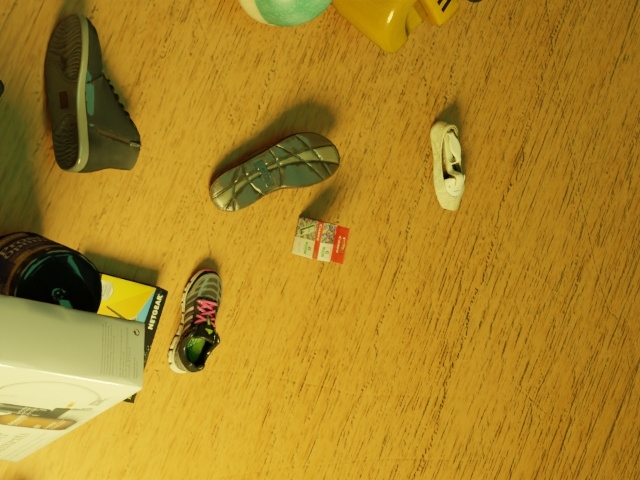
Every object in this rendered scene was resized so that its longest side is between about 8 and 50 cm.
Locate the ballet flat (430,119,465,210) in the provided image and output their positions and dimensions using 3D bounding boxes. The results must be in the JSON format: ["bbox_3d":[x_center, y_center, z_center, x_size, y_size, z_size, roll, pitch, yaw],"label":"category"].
[{"bbox_3d":[0.225,-0.127,1.986,0.057,0.052,0.168,-23,110,-28],"label":"ballet flat"}]

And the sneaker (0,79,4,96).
[{"bbox_3d":[-0.524,-0.186,1.475,0.235,0.084,0.097,-29,90,-38],"label":"sneaker"}]

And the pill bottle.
[{"bbox_3d":[-0.387,0.054,1.523,0.123,0.219,0.122,-6,102,-32],"label":"pill bottle"}]

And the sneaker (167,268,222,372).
[{"bbox_3d":[-0.182,0.129,1.755,0.063,0.075,0.170,19,88,-34],"label":"sneaker"}]

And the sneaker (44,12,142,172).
[{"bbox_3d":[-0.321,-0.206,1.619,0.118,0.083,0.222,-2,93,-52],"label":"sneaker"}]

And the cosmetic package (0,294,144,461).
[{"bbox_3d":[-0.436,0.178,1.429,0.284,0.377,0.097,17,58,-32],"label":"cosmetic package"}]

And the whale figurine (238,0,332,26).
[{"bbox_3d":[-0.033,-0.452,1.681,0.216,0.141,0.271,0,102,-64],"label":"whale figurine"}]

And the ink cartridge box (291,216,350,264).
[{"bbox_3d":[0.000,0.000,1.825,0.029,0.115,0.062,9,93,-34],"label":"ink cartridge box"}]

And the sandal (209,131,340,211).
[{"bbox_3d":[-0.076,-0.109,1.798,0.219,0.060,0.090,-26,106,-11],"label":"sandal"}]

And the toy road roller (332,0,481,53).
[{"bbox_3d":[0.122,-0.438,1.738,0.240,0.202,0.329,-48,153,2],"label":"toy road roller"}]

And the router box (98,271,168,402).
[{"bbox_3d":[-0.316,0.142,1.688,0.133,0.046,0.178,17,89,-33],"label":"router box"}]
